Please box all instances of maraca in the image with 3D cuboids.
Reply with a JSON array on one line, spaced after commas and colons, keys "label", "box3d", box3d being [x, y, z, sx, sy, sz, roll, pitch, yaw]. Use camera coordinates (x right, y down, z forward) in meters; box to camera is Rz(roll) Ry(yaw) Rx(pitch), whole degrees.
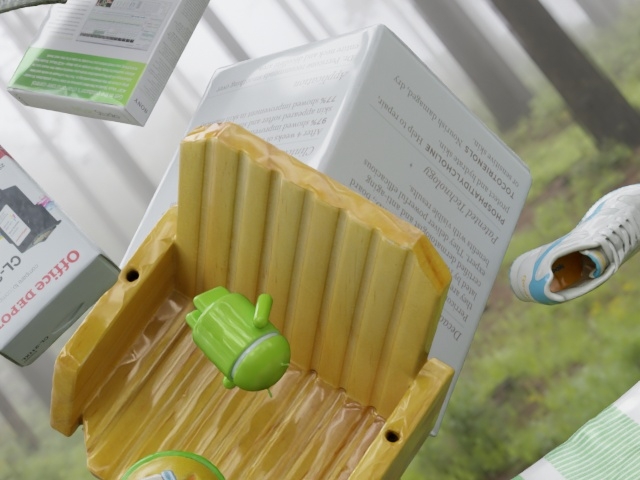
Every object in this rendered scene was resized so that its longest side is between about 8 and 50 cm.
[{"label": "maraca", "box3d": [-0.143, 0.298, 1.548, 0.127, 0.185, 0.099, -1, -1, -2]}]

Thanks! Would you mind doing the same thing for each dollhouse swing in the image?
[{"label": "dollhouse swing", "box3d": [-0.075, 0.118, 1.554, 0.315, 0.347, 0.305, -54, -14, -18]}]

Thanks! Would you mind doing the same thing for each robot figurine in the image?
[{"label": "robot figurine", "box3d": [-0.076, 0.097, 1.516, 0.067, 0.115, 0.101, -21, -33, -46]}]

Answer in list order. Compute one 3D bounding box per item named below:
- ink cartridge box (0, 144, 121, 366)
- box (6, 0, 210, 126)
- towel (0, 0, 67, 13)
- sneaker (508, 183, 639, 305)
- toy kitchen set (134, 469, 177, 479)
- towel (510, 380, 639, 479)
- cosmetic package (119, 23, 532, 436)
[{"label": "ink cartridge box", "box3d": [-0.285, 0.006, 1.421, 0.127, 0.175, 0.072, -45, -17, -6]}, {"label": "box", "box3d": [-0.272, -0.316, 2.205, 0.058, 0.232, 0.322, 49, -119, -49]}, {"label": "towel", "box3d": [-0.417, -0.442, 2.117, 0.324, 0.312, 0.056, -2, -8, 43]}, {"label": "sneaker", "box3d": [0.348, 0.011, 1.967, 0.229, 0.087, 0.092, -35, 16, -13]}, {"label": "toy kitchen set", "box3d": [-0.068, 0.263, 0.923, 0.122, 0.166, 0.207, -7, -58, -23]}, {"label": "towel", "box3d": [0.305, 0.138, 1.270, 0.325, 0.038, 0.248, -41, 15, -2]}, {"label": "cosmetic package", "box3d": [0.000, 0.000, 2.002, 0.329, 0.327, 0.393, -6, 52, 47]}]
